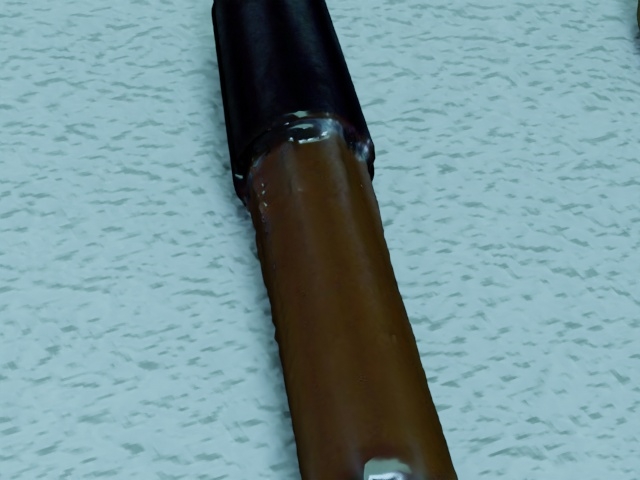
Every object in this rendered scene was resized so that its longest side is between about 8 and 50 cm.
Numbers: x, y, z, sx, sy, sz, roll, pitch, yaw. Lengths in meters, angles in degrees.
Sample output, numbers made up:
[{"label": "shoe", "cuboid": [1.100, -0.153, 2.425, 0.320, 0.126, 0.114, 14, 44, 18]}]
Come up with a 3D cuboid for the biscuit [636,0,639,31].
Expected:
[{"label": "biscuit", "cuboid": [0.394, -0.158, 1.273, 0.394, 0.076, 0.368, 7, 40, 0]}]

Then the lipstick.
[{"label": "lipstick", "cuboid": [0.000, 0.000, 0.991, 0.077, 0.077, 0.418, 0, 43, -13]}]
